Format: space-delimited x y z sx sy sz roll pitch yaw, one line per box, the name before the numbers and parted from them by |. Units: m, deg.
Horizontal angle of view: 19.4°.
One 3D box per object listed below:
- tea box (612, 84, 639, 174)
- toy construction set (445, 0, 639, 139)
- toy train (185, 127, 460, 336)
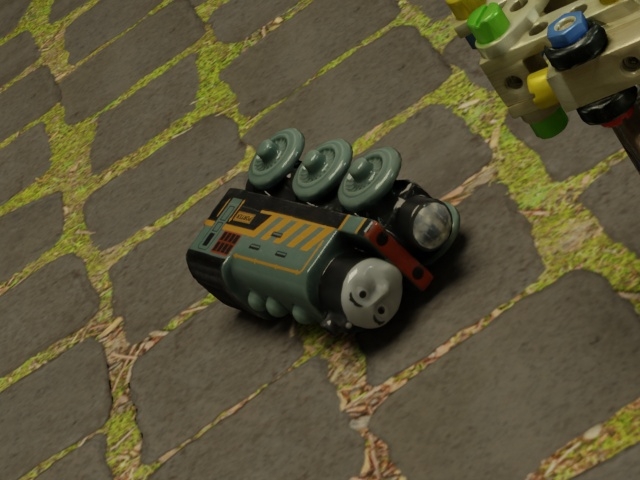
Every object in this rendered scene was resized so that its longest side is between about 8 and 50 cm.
tea box | 0.415 -0.096 1.453 0.323 0.220 0.329 -31 26 8
toy construction set | 0.244 -0.198 1.434 0.327 0.151 0.215 -37 22 32
toy train | 0.000 0.000 1.910 0.190 0.142 0.334 -56 32 -12
